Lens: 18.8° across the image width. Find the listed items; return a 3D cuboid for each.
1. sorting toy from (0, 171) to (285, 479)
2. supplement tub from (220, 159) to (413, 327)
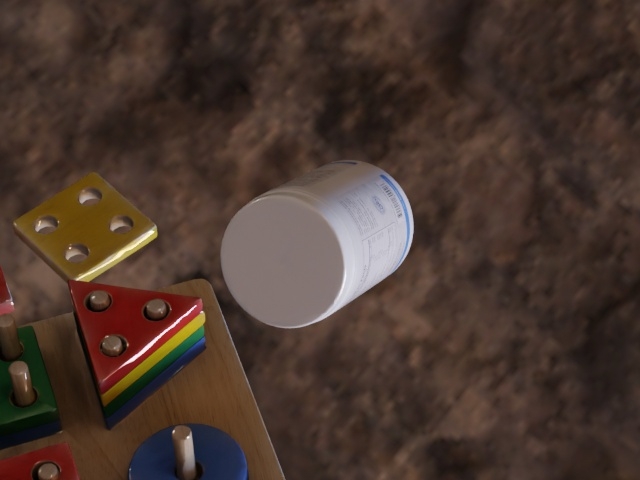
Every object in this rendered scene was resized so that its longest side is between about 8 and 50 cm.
[{"bbox_3d":[-0.093,0.064,0.763,0.046,0.132,0.274,87,-16,-48],"label":"sorting toy"},{"bbox_3d":[0.000,0.000,0.995,0.071,0.107,0.071,5,-77,22],"label":"supplement tub"}]
